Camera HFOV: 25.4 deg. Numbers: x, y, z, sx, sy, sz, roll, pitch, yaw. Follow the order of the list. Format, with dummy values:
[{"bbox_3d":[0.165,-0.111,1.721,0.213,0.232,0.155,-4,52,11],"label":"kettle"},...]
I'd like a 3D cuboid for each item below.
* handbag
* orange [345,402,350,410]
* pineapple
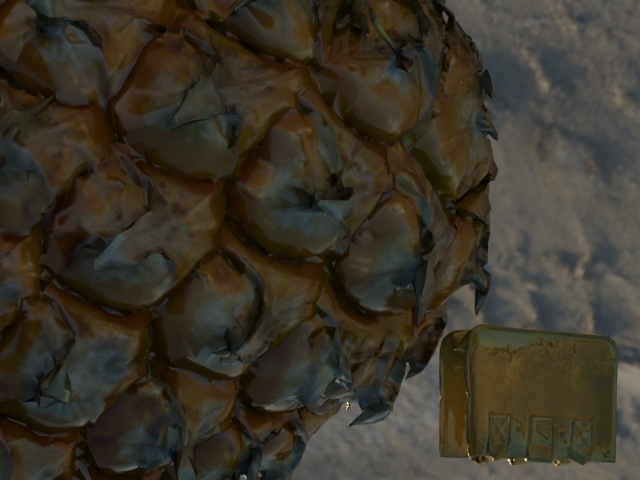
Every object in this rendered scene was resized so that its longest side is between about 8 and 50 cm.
[{"bbox_3d":[0.094,0.070,0.631,0.083,0.061,0.027,8,168,-23],"label":"handbag"},{"bbox_3d":[0.000,0.000,1.160,0.226,0.284,0.284,35,149,5],"label":"orange"},{"bbox_3d":[-0.100,-0.038,0.641,0.352,0.300,0.352,48,161,22],"label":"pineapple"}]
